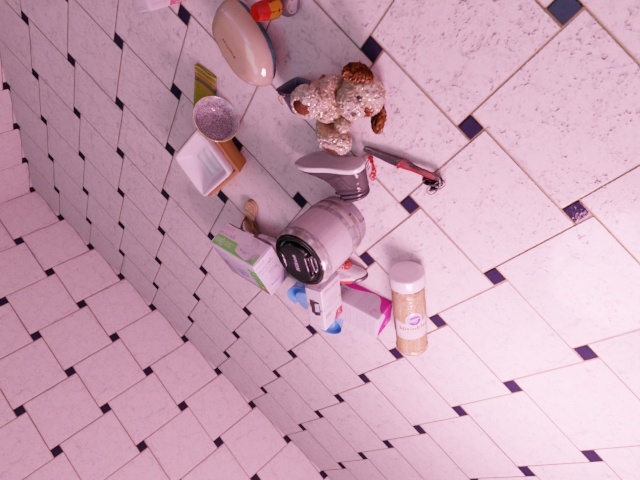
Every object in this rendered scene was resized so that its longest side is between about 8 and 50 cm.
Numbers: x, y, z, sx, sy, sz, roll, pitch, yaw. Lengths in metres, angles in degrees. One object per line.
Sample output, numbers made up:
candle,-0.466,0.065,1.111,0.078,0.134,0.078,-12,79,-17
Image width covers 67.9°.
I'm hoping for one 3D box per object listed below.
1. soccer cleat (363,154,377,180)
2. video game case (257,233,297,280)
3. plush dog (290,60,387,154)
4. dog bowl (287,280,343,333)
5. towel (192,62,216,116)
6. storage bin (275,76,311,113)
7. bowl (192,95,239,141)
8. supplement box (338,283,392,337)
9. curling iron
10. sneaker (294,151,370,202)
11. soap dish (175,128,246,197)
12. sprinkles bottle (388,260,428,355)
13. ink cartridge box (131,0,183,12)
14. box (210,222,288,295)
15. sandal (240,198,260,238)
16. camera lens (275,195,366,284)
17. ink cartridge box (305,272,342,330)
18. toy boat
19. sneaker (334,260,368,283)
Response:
soccer cleat,0.152,-0.225,1.473,0.035,0.029,0.083,17,131,46
video game case,-0.148,0.081,1.984,0.206,0.026,0.227,18,146,42
plush dog,0.074,-0.390,1.315,0.225,0.211,0.262,-3,150,29
dog bowl,-0.010,0.271,1.986,0.165,0.074,0.297,-12,127,47
towel,-0.437,-0.534,1.777,0.102,0.021,0.237,39,142,13
storage bin,-0.070,-0.425,1.435,0.091,0.098,0.135,61,170,-32
bowl,-0.385,-0.425,1.712,0.170,0.170,0.080,55,151,-10
supplement box,0.153,0.258,1.828,0.219,0.111,0.114,25,137,28
curling iron,0.238,-0.212,1.392,0.273,0.035,0.068,31,139,20
sneaker,0.038,-0.199,1.545,0.295,0.104,0.147,16,141,41
soap dish,-0.434,-0.321,1.883,0.229,0.118,0.290,54,142,-9
sprinkles bottle,0.310,0.243,1.655,0.121,0.121,0.356,16,133,34
ink cartridge box,-0.535,-0.847,1.482,0.092,0.158,0.218,15,131,36
box,-0.293,0.075,1.993,0.261,0.127,0.231,27,158,30
sandal,-0.315,-0.066,2.024,0.088,0.079,0.240,31,140,21
camera lens,0.000,0.000,1.615,0.219,0.274,0.220,25,137,26
ink cartridge box,0.015,0.216,1.734,0.072,0.127,0.175,13,123,31
toy boat,-0.180,-0.605,1.386,0.318,0.148,0.268,-18,104,58
sneaker,0.044,0.072,1.776,0.269,0.090,0.145,6,117,26
